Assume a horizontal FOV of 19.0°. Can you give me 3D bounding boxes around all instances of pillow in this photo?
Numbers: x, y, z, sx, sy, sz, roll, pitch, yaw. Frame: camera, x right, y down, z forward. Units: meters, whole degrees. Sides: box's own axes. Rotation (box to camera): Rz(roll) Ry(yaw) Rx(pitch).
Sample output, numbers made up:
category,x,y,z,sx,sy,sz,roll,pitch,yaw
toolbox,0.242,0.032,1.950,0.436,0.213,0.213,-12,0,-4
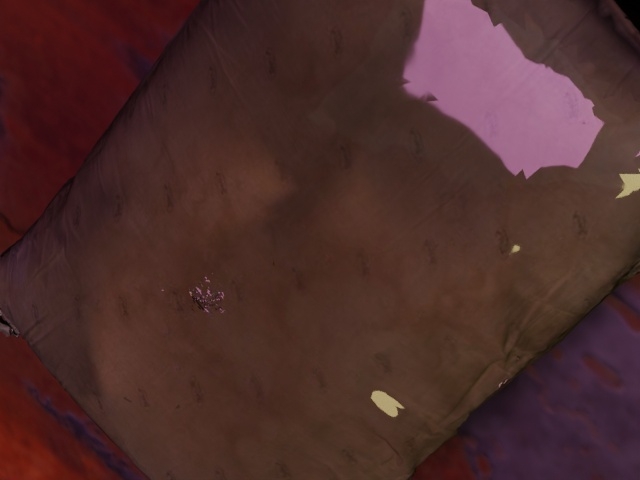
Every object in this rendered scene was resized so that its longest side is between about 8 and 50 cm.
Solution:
category,x,y,z,sx,sy,sz,roll,pitch,yaw
pillow,0.000,0.000,0.681,0.185,0.075,0.302,49,128,8
